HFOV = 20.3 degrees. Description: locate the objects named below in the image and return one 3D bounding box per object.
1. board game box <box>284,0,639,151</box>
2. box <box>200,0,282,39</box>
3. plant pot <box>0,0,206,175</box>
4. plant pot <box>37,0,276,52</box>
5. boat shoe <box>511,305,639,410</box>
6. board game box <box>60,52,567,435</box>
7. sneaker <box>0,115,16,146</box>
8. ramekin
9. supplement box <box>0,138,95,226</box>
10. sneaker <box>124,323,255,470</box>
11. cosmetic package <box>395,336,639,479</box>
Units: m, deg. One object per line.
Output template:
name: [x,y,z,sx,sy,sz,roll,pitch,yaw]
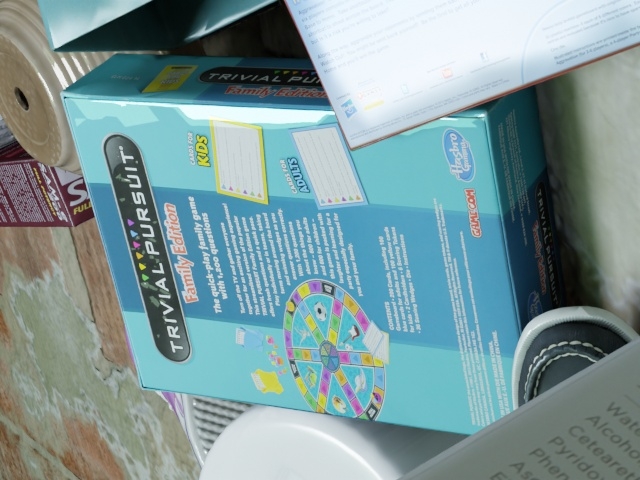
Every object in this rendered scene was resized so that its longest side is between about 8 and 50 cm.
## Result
board game box: [0.098,-0.158,1.035,0.281,0.027,0.145,-18,100,40]
box: [-0.176,-0.265,1.472,0.307,0.076,0.242,-8,107,61]
plant pot: [-0.193,-0.135,1.419,0.237,0.110,0.237,40,146,34]
plant pot: [-0.116,-0.269,1.229,0.165,0.166,0.234,-22,85,26]
boat shoe: [0.195,0.185,1.176,0.114,0.091,0.302,-13,118,19]
board game box: [0.000,0.000,1.263,0.336,0.079,0.253,6,122,30]
sneaker: [-0.339,-0.193,1.799,0.321,0.125,0.180,-38,76,52]
ramekin: [0.033,0.226,1.390,0.277,0.135,0.277,15,115,36]
supplement box: [-0.238,-0.069,1.699,0.239,0.130,0.073,0,115,61]
sneaker: [-0.107,0.147,1.713,0.282,0.102,0.161,66,158,18]
cosmetic package: [0.224,0.264,0.904,0.327,0.394,0.329,41,146,37]
